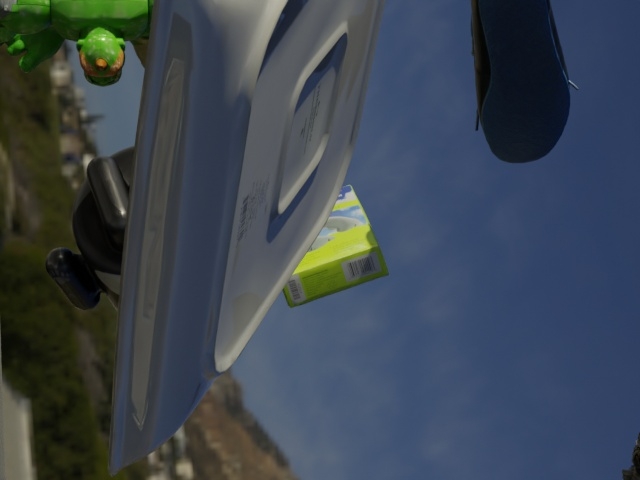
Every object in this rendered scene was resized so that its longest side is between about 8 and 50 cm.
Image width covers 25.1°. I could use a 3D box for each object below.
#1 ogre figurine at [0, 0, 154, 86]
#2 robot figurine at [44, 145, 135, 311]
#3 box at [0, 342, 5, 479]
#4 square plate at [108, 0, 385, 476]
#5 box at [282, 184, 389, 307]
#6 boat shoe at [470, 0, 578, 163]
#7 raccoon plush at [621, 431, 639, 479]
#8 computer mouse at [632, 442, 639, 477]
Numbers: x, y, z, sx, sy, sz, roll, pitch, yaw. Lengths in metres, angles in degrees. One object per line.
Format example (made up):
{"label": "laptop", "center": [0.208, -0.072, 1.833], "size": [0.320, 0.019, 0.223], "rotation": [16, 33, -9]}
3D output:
{"label": "ogre figurine", "center": [-0.144, -0.146, 0.924], "size": [0.118, 0.197, 0.097], "rotation": [153, -46, -83]}
{"label": "robot figurine", "center": [-0.175, 0.000, 1.589], "size": [0.278, 0.209, 0.174], "rotation": [74, 32, -61]}
{"label": "box", "center": [-0.485, 0.200, 1.786], "size": [0.121, 0.148, 0.311], "rotation": [-48, 151, -48]}
{"label": "square plate", "center": [-0.026, -0.076, 0.879], "size": [0.344, 0.049, 0.347], "rotation": [-58, 163, -52]}
{"label": "box", "center": [0.000, 0.000, 1.509], "size": [0.178, 0.109, 0.042], "rotation": [-112, -177, -64]}
{"label": "boat shoe", "center": [0.198, -0.188, 1.401], "size": [0.258, 0.109, 0.089], "rotation": [84, 0, -48]}
{"label": "raccoon plush", "center": [0.552, 0.386, 1.868], "size": [0.216, 0.299, 0.447], "rotation": [41, -61, 60]}
{"label": "computer mouse", "center": [0.359, 0.287, 1.509], "size": [0.071, 0.041, 0.242], "rotation": [33, -22, 44]}
